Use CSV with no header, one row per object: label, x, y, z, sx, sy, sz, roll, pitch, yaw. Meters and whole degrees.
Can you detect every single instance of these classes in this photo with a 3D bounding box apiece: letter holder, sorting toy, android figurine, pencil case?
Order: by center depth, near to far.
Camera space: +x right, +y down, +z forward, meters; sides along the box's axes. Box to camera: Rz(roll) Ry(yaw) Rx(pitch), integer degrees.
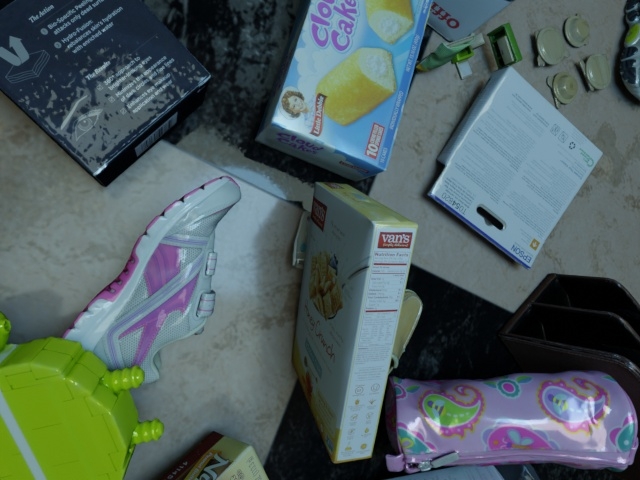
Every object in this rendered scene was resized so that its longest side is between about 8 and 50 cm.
android figurine,-0.287,0.178,0.376,0.272,0.056,0.248,-13,110,-4
pencil case,0.220,0.228,0.521,0.283,0.124,0.124,-5,90,7
sorting toy,0.000,0.000,0.542,0.083,0.045,0.075,6,79,-20
letter holder,0.456,0.214,0.612,0.152,0.214,0.302,-41,102,-17

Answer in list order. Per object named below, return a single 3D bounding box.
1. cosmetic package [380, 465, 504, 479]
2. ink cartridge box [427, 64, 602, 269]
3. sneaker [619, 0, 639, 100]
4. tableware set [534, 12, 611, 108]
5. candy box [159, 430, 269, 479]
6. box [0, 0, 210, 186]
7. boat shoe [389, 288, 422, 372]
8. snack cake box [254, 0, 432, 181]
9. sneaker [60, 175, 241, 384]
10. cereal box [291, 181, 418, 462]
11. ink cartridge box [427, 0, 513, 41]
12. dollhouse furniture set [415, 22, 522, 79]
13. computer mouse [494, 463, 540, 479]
cosmetic package,0.121,0.363,0.512,0.230,0.085,0.118,-12,95,0
ink cartridge box,0.293,-0.105,0.644,0.223,0.045,0.224,34,89,-16
sneaker,0.626,-0.383,0.772,0.110,0.107,0.276,24,85,-38
tableware set,0.438,-0.314,0.726,0.168,0.020,0.141,-28,99,-19
candy box,-0.096,0.394,0.429,0.183,0.087,0.317,-31,104,-42
box,-0.228,-0.168,0.432,0.158,0.093,0.156,47,74,-14
boat shoe,0.083,0.146,0.550,0.068,0.072,0.190,42,75,-14
snack cake box,0.033,-0.228,0.534,0.152,0.089,0.265,19,82,-20
sneaker,-0.158,0.044,0.455,0.111,0.103,0.252,38,85,-17
cereal box,0.021,0.071,0.440,0.047,0.173,0.240,1,107,-18
ink cartridge box,0.197,-0.407,0.496,0.211,0.289,0.122,29,76,-18
dollhouse furniture set,0.218,-0.264,0.612,0.151,0.076,0.059,-26,99,-20
computer mouse,0.285,0.398,0.583,0.072,0.188,0.272,-28,89,-7
